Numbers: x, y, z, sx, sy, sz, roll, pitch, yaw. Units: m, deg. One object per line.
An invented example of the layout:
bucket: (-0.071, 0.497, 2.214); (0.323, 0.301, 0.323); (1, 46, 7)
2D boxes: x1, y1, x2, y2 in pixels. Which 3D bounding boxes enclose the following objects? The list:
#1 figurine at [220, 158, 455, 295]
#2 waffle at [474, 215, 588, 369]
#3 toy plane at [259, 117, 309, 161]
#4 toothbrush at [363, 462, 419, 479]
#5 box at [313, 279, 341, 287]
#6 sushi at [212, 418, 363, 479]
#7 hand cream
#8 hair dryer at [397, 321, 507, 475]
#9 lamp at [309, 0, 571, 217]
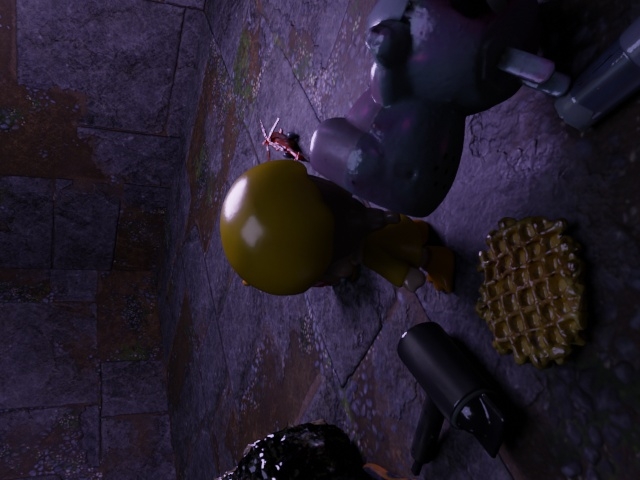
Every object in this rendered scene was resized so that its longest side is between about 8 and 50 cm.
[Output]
figurine: (0.024, -0.007, 0.800); (0.215, 0.344, 0.187); (35, 114, 59)
waffle: (0.249, 0.060, 0.665); (0.191, 0.038, 0.191); (-177, 90, -65)
toy plane: (-0.084, -0.242, 1.382); (0.194, 0.077, 0.126); (13, 103, 57)
toothbrush: (0.150, 0.386, 0.863); (0.321, 0.023, 0.031); (165, 109, -64)
box: (0.000, 0.000, 1.142); (0.133, 0.099, 0.182); (-35, 55, 56)
sushi: (-0.084, 0.492, 1.026); (0.350, 0.211, 0.171); (-44, 42, 5)
hand cream: (0.328, -0.202, 0.517); (0.255, 0.048, 0.079); (-48, 50, 51)
hair dryer: (0.175, 0.271, 0.790); (0.195, 0.078, 0.248); (-126, 35, -53)
lamp: (0.144, -0.175, 0.650); (0.247, 0.247, 0.301); (37, 109, 38)
